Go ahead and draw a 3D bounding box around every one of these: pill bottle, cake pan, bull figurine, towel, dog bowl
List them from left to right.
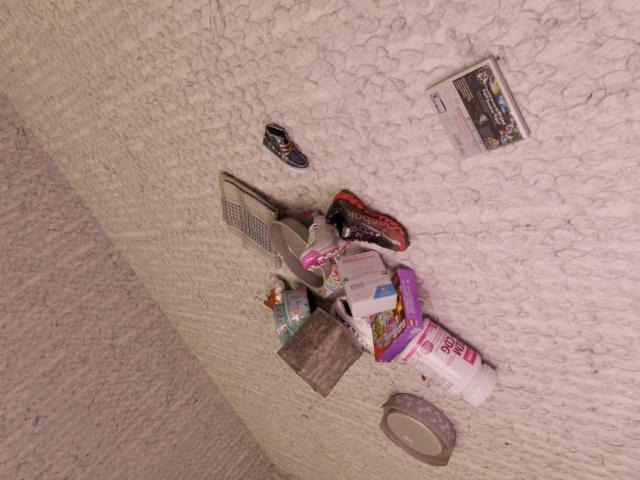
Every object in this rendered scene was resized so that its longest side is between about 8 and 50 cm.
[{"bbox_3d":[-0.275,-0.070,1.824,0.324,0.056,0.312,35,144,27],"label":"towel"},{"bbox_3d":[-0.175,0.291,2.077,0.188,0.101,0.310,-1,122,50],"label":"bull figurine"},{"bbox_3d":[-0.068,0.040,1.634,0.293,0.054,0.293,41,155,24],"label":"cake pan"},{"bbox_3d":[0.231,0.409,1.804,0.137,0.078,0.078,18,137,32],"label":"pill bottle"},{"bbox_3d":[0.404,0.783,1.985,0.349,0.102,0.348,27,141,25],"label":"dog bowl"},{"bbox_3d":[0.412,0.394,1.535,0.283,0.160,0.160,35,144,10],"label":"pill bottle"}]

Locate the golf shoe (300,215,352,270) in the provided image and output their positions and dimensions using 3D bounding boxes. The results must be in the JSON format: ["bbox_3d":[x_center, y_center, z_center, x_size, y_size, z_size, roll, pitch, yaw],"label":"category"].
[{"bbox_3d":[0.000,0.000,1.456,0.115,0.306,0.140,-41,84,26],"label":"golf shoe"}]

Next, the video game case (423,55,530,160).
[{"bbox_3d":[0.343,-0.283,1.053,0.173,0.022,0.190,-14,114,51],"label":"video game case"}]

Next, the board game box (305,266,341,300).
[{"bbox_3d":[0.011,0.146,1.803,0.124,0.039,0.259,45,147,2],"label":"board game box"}]

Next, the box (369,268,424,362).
[{"bbox_3d":[0.238,0.251,1.547,0.057,0.200,0.293,6,144,-12],"label":"box"}]

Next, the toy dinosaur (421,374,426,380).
[{"bbox_3d":[0.382,0.485,1.743,0.047,0.090,0.082,33,114,42],"label":"toy dinosaur"}]

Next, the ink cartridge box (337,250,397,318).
[{"bbox_3d":[0.143,0.136,1.494,0.190,0.140,0.082,-109,9,-47],"label":"ink cartridge box"}]

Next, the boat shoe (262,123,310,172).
[{"bbox_3d":[-0.106,-0.282,1.463,0.183,0.065,0.083,35,145,15],"label":"boat shoe"}]

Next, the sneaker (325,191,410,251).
[{"bbox_3d":[0.131,-0.034,1.417,0.276,0.135,0.097,33,141,14],"label":"sneaker"}]

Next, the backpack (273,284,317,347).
[{"bbox_3d":[-0.087,0.314,1.898,0.191,0.225,0.253,-9,125,-2],"label":"backpack"}]

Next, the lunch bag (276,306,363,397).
[{"bbox_3d":[0.016,0.425,1.752,0.169,0.235,0.287,28,159,45],"label":"lunch bag"}]

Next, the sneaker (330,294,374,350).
[{"bbox_3d":[0.164,0.306,1.736,0.292,0.110,0.118,34,148,14],"label":"sneaker"}]

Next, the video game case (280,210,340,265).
[{"bbox_3d":[-0.060,0.005,1.706,0.285,0.025,0.204,-7,114,52],"label":"video game case"}]
